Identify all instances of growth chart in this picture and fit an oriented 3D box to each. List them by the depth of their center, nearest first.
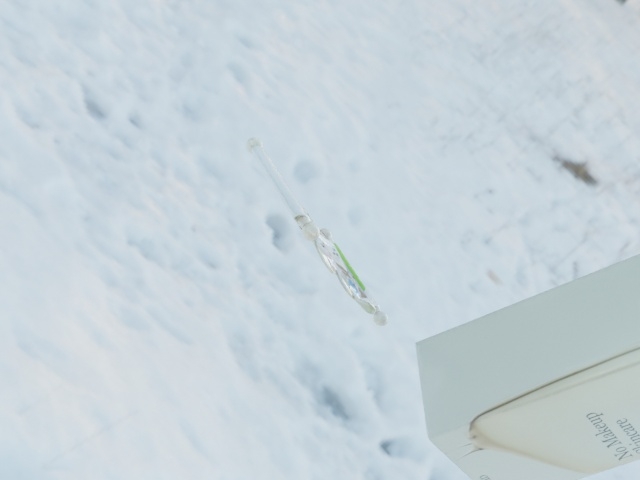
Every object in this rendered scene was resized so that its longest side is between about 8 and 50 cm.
[{"bbox_3d":[0.000,0.000,1.088,0.172,0.021,0.237,56,2,34],"label":"growth chart"}]

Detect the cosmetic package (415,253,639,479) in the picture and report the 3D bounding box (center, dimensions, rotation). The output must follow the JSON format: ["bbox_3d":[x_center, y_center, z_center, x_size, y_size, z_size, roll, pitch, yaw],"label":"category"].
[{"bbox_3d":[0.259,0.116,1.000,0.160,0.309,0.113,44,29,-40],"label":"cosmetic package"}]
